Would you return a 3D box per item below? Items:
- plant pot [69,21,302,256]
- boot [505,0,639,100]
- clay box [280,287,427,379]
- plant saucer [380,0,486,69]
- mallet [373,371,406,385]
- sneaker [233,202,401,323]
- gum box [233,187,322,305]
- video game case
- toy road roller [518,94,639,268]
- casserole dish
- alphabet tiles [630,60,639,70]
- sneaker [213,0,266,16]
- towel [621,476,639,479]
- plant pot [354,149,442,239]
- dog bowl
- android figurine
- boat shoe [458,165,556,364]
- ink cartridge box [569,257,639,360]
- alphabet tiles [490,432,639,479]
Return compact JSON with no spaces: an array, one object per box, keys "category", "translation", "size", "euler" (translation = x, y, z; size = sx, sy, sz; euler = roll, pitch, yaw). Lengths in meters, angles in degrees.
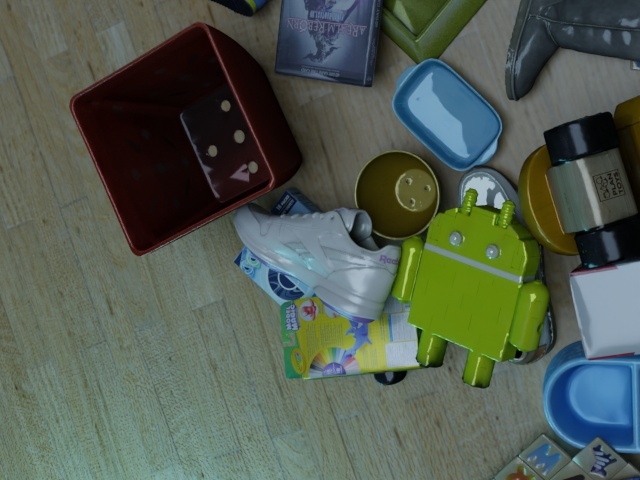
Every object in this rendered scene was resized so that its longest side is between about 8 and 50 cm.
[{"category":"plant pot","translation":[-0.177,-0.157,1.889],"size":[0.267,0.235,0.267],"euler":[-26,85,24]},{"category":"boot","translation":[0.377,-0.275,1.726],"size":[0.208,0.076,0.190],"euler":[14,102,18]},{"category":"clay box","translation":[0.050,0.145,1.874],"size":[0.222,0.053,0.127],"euler":[-8,80,21]},{"category":"plant saucer","translation":[0.146,-0.386,1.824],"size":[0.188,0.045,0.188],"euler":[45,111,12]},{"category":"mallet","translation":[0.127,0.135,1.908],"size":[0.039,0.062,0.190],"euler":[12,86,23]},{"category":"sneaker","translation":[0.000,0.000,1.842],"size":[0.305,0.114,0.152],"euler":[31,102,31]},{"category":"gum box","translation":[-0.026,0.034,1.953],"size":[0.184,0.041,0.157],"euler":[43,111,14]},{"category":"video game case","translation":[0.018,-0.382,1.858],"size":[0.196,0.026,0.274],"euler":[15,102,41]},{"category":"toy road roller","translation":[0.431,-0.088,1.684],"size":[0.329,0.240,0.203],"euler":[-17,89,-13]},{"category":"casserole dish","translation":[0.194,-0.190,1.833],"size":[0.188,0.037,0.114],"euler":[45,111,12]},{"category":"alphabet tiles","translation":[0.555,-0.328,1.675],"size":[0.237,0.009,0.198],"euler":[7,99,23]},{"category":"sneaker","translation":[-0.161,-0.431,1.950],"size":[0.209,0.069,0.082],"euler":[29,74,27]},{"category":"towel","translation":[0.368,0.465,1.791],"size":[0.285,0.034,0.209],"euler":[-19,98,26]},{"category":"plant pot","translation":[0.130,-0.072,1.843],"size":[0.134,0.095,0.134],"euler":[3,97,23]},{"category":"dog bowl","translation":[0.460,0.232,1.751],"size":[0.297,0.074,0.166],"euler":[0,97,24]},{"category":"android figurine","translation":[0.216,0.064,1.730],"size":[0.248,0.056,0.273],"euler":[23,109,35]},{"category":"boat shoe","translation":[0.272,0.035,1.790],"size":[0.113,0.103,0.302],"euler":[-20,87,25]},{"category":"ink cartridge box","translation":[0.433,0.080,1.687],"size":[0.128,0.176,0.127],"euler":[-12,93,23]},{"category":"alphabet tiles","translation":[0.365,0.449,1.811],"size":[0.285,0.011,0.342],"euler":[42,120,4]}]
